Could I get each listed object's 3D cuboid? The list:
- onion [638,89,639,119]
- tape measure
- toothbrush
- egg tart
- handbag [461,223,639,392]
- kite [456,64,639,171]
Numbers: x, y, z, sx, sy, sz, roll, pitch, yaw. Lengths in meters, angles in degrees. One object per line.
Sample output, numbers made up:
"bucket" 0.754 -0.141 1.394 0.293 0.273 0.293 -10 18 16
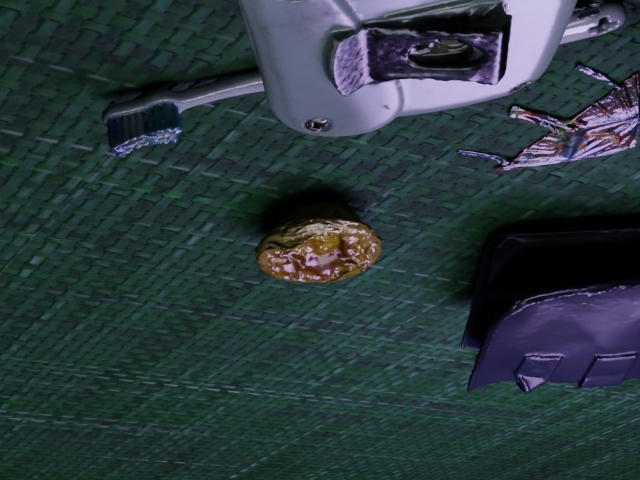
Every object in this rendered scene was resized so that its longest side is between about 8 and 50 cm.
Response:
"onion" 0.373 -0.101 0.926 0.276 0.276 0.276 -6 154 -3
"tape measure" 0.047 -0.169 0.819 0.246 0.125 0.243 -9 154 5
"toothbrush" 0.031 -0.135 0.994 0.418 0.040 0.042 -14 156 3
"egg tart" 0.000 0.000 1.234 0.130 0.052 0.130 -5 153 -3
"handbag" 0.324 0.077 1.408 0.325 0.118 0.269 -3 147 -8
"kite" 0.229 -0.098 1.142 0.160 0.010 0.183 12 148 -34
